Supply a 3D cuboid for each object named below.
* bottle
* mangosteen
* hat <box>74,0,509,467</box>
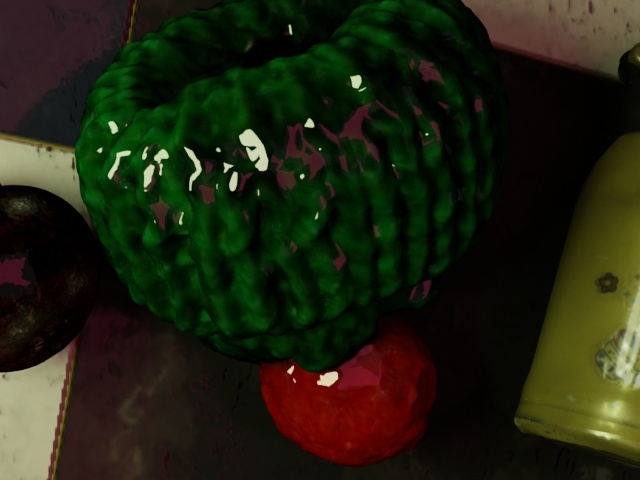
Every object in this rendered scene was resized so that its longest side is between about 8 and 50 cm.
[{"bbox_3d":[0.278,0.002,0.974,0.171,0.171,0.351,20,83,-23],"label":"bottle"},{"bbox_3d":[-0.205,0.013,0.786,0.140,0.140,0.140,0,90,-25],"label":"mangosteen"},{"bbox_3d":[0.000,0.000,0.849,0.274,0.242,0.332,-17,122,-4],"label":"hat"}]
